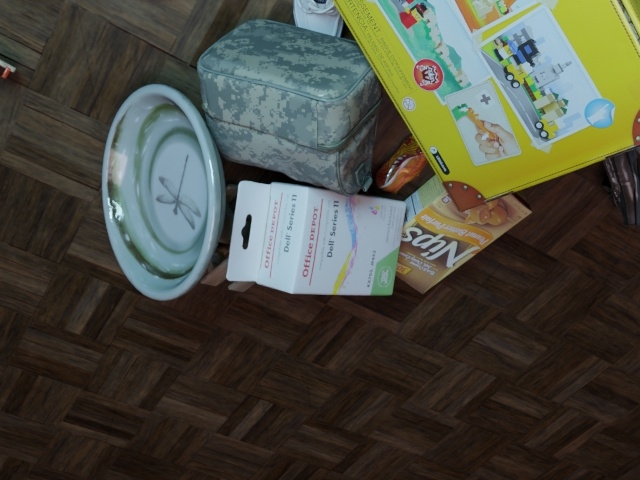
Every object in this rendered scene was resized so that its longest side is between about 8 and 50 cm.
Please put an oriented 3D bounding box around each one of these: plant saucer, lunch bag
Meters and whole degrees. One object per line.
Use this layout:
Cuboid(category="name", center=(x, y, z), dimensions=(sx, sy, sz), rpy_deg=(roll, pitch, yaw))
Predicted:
Cuboid(category="plant saucer", center=(-0.280, -0.090, 1.321), dimensions=(0.101, 0.400, 0.400), rpy_deg=(-7, 139, -43))
Cuboid(category="lunch bag", center=(-0.050, -0.220, 1.237), dimensions=(0.305, 0.212, 0.256), rpy_deg=(19, 136, 22))

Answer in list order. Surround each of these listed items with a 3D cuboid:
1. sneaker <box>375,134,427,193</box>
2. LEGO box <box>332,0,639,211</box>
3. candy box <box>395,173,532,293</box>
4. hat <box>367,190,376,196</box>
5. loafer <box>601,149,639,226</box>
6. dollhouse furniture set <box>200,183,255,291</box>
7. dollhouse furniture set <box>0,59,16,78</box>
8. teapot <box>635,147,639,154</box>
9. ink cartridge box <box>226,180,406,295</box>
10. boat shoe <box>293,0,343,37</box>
Cuboid(category="sneaker", center=(0.189, -0.166, 1.444), dimensions=(0.067, 0.064, 0.175), rpy_deg=(16, 134, -43))
Cuboid(category="LEGO box", center=(0.260, -0.336, 1.005), dimensions=(0.373, 0.193, 0.500), rpy_deg=(-21, 106, 46))
Cuboid(category="candy box", center=(0.272, -0.037, 1.523), dimensions=(0.183, 0.087, 0.316), rpy_deg=(34, 120, -26))
Cuboid(category="hat", center=(0.046, -0.207, 1.416), dimensions=(0.173, 0.183, 0.208), rpy_deg=(30, 112, 18))
Cuboid(category="loafer", center=(0.624, -0.146, 1.465), dimensions=(0.084, 0.096, 0.267), rpy_deg=(-4, 124, 26))
Cuboid(category="dollhouse furniture set", center=(-0.142, -0.024, 1.444), dimensions=(0.161, 0.212, 0.242), rpy_deg=(-38, 148, 26))
Cuboid(category="dollhouse furniture set", center=(-0.667, -0.232, 1.233), dimensions=(0.135, 0.262, 0.259), rpy_deg=(31, 90, -27))
Cuboid(category="teapot", center=(0.660, -0.275, 1.272), dimensions=(0.252, 0.256, 0.187), rpy_deg=(-37, 81, 40))
Cuboid(category="ink cartridge box", center=(0.000, 0.000, 1.376), dimensions=(0.354, 0.119, 0.207), rpy_deg=(4, 95, -42))
Cuboid(category="boat shoe", center=(-0.004, -0.430, 1.195), dimensions=(0.095, 0.084, 0.258), rpy_deg=(-5, 129, 1))
